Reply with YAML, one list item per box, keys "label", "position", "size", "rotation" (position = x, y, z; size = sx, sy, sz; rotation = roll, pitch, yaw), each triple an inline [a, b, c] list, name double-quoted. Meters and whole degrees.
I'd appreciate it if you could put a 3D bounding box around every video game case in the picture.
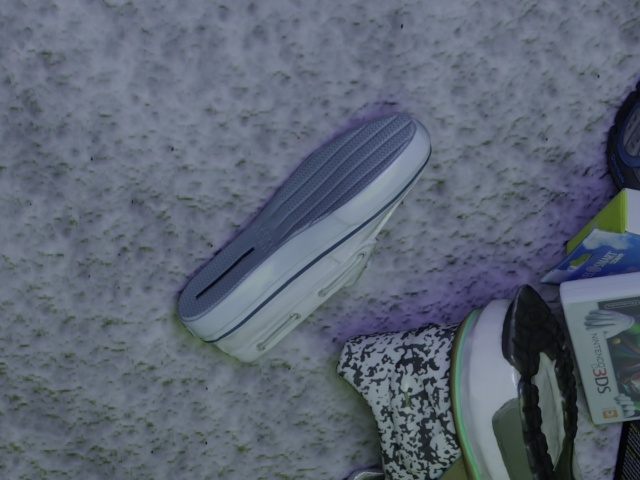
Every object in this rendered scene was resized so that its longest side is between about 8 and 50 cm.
- label: "video game case"
  position: [0.283, 0.074, 1.318]
  size: [0.190, 0.022, 0.173]
  rotation: [-9, 142, 12]

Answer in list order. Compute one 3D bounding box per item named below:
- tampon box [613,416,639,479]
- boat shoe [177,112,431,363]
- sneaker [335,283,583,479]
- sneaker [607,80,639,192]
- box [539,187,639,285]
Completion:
- label: "tampon box"
  position: [0.298, 0.226, 1.405]
  size: [0.120, 0.101, 0.161]
  rotation: [2, 110, -12]
- label: "boat shoe"
  position: [0.000, 0.000, 1.284]
  size: [0.226, 0.083, 0.076]
  rotation: [-38, 125, 17]
- label: "sneaker"
  position: [0.108, 0.217, 1.374]
  size: [0.182, 0.158, 0.410]
  rotation: [2, 118, 23]
- label: "sneaker"
  position: [0.335, -0.136, 1.287]
  size: [0.129, 0.111, 0.297]
  rotation: [27, 112, -27]
- label: "box"
  position: [0.262, 0.012, 1.306]
  size: [0.178, 0.109, 0.042]
  rotation: [11, 64, -12]
